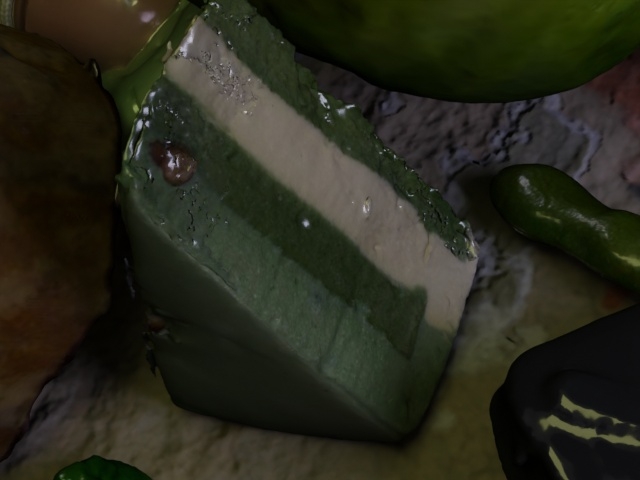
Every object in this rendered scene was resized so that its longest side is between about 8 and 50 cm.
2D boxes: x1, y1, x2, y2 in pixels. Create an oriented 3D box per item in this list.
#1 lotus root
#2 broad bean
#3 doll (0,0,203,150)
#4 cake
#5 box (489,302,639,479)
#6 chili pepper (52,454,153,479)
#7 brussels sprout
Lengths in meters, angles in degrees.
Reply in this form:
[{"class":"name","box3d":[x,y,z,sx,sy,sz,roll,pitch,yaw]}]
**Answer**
[{"class":"lotus root","box3d":[-0.295,-0.040,0.890,0.316,0.250,0.316,-16,66,40]},{"class":"broad bean","box3d":[0.198,0.021,0.853,0.256,0.052,0.052,41,119,32]},{"class":"doll","box3d":[-0.147,-0.185,1.000,0.284,0.216,0.268,9,65,52]},{"class":"cake","box3d":[-0.002,-0.003,0.805,0.172,0.283,0.158,14,63,10]},{"class":"box","box3d":[0.263,0.137,0.700,0.289,0.073,0.290,-19,59,-13]},{"class":"chili pepper","box3d":[-0.196,0.226,0.836,0.100,0.074,0.257,11,56,44]},{"class":"brussels sprout","box3d":[0.068,-0.225,0.775,0.315,0.371,0.275,17,80,-18]}]
